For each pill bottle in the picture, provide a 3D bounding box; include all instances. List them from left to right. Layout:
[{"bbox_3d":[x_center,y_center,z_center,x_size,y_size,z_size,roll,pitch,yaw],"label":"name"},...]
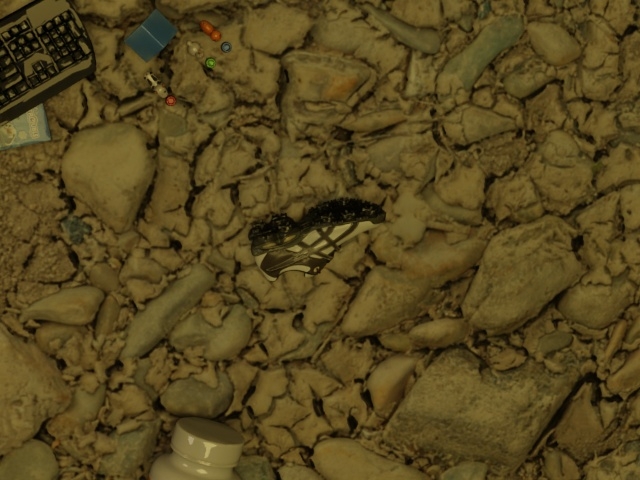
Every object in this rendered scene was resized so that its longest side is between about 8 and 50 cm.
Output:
[{"bbox_3d":[-0.188,0.383,1.753,0.136,0.136,0.245,15,98,-14],"label":"pill bottle"}]

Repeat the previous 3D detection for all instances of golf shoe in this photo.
[{"bbox_3d":[0.000,0.000,1.754,0.198,0.077,0.094,-13,114,-1],"label":"golf shoe"}]

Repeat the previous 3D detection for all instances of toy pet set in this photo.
[{"bbox_3d":[-0.195,-0.256,1.662,0.122,0.065,0.114,-45,106,0],"label":"toy pet set"}]

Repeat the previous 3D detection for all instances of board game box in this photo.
[{"bbox_3d":[-0.415,-0.170,1.659,0.090,0.020,0.090,-13,103,-9],"label":"board game box"}]

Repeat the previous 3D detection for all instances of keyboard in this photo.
[{"bbox_3d":[-0.468,-0.238,1.616,0.317,0.033,0.201,-31,96,-2],"label":"keyboard"}]
